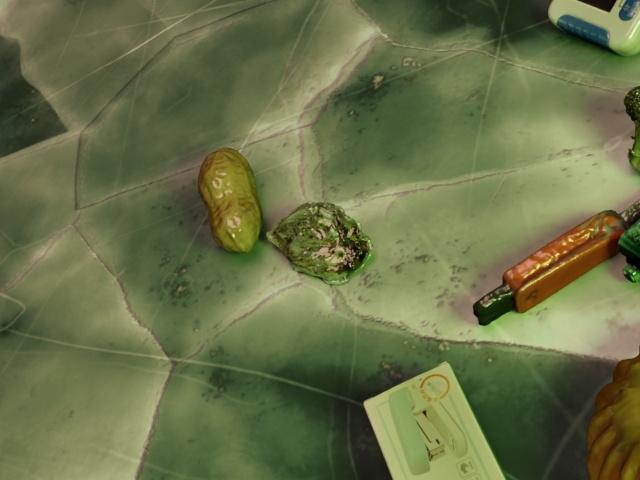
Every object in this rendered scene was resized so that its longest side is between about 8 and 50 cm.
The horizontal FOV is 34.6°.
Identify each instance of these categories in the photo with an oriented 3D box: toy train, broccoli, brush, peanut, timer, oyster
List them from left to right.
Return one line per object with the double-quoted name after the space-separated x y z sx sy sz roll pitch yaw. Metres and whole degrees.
-0.153 -0.069 1.714 0.095 0.108 0.226 -28 49 14 "peanut"
0.000 0.000 1.623 0.177 0.064 0.125 37 90 30 "oyster"
0.352 0.022 1.429 0.323 0.070 0.051 -34 51 -5 "brush"
0.503 -0.435 1.672 0.178 0.078 0.253 38 103 41 "timer"
0.498 -0.157 1.464 0.138 0.146 0.162 -62 27 23 "broccoli"
0.473 -0.015 1.380 0.172 0.099 0.070 -40 47 -7 "toy train"

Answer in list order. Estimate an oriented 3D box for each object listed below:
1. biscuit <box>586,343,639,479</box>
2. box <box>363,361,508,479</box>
0.418 0.201 1.139 0.326 0.107 0.325 -45 24 26 "biscuit"
0.162 0.294 1.293 0.135 0.079 0.269 -26 47 5 "box"
